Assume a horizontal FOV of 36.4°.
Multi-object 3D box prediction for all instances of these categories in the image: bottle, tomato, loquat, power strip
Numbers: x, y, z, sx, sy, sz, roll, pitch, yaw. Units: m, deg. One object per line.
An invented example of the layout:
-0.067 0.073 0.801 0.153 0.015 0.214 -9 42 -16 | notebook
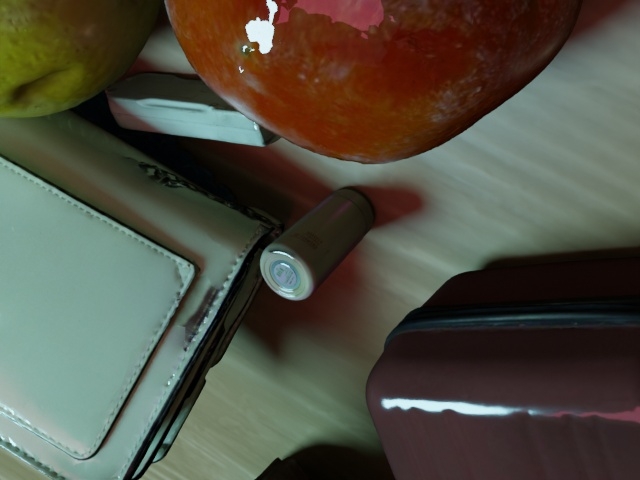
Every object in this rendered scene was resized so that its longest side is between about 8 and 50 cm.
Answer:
0.000 0.000 0.693 0.045 0.096 0.045 19 130 25 | bottle
0.015 -0.147 0.517 0.232 0.188 0.232 20 129 27 | tomato
-0.214 -0.185 0.644 0.213 0.213 0.213 19 129 25 | loquat
-0.085 -0.098 0.722 0.191 0.047 0.030 11 130 31 | power strip

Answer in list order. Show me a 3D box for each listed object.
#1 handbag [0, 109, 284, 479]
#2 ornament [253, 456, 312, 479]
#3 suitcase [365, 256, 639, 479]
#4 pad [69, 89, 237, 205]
-0.237 0.006 0.765 0.358 0.160 0.237 30 96 6 | handbag
-0.021 0.325 0.860 0.217 0.235 0.221 47 128 9 | ornament
0.181 0.162 0.629 0.236 0.161 0.297 -6 115 39 | suitcase
-0.219 -0.047 0.880 0.269 0.012 0.269 41 135 5 | pad
